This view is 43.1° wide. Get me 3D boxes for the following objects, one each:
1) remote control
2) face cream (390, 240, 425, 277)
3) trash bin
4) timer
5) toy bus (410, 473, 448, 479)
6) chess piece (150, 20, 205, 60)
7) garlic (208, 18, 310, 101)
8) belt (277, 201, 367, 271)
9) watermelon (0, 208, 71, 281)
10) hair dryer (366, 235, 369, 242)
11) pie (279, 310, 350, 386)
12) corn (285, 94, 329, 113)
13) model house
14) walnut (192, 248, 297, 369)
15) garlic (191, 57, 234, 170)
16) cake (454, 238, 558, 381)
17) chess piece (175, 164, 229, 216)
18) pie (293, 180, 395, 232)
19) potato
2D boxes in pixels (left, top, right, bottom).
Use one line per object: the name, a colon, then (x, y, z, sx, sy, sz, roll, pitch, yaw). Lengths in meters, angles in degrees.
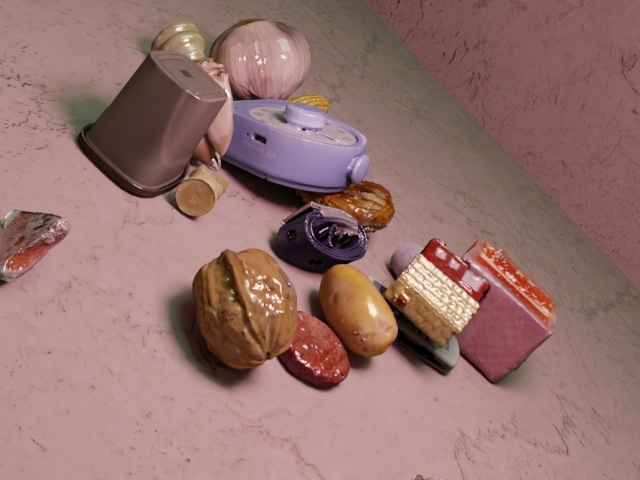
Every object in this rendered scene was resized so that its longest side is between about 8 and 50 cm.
remote control: (0.215, 0.206, 1.976, 0.296, 0.056, 0.140, 35, 29, -8)
face cream: (0.252, 0.067, 2.163, 0.117, 0.117, 0.104, 2, 38, -51)
trash bin: (-0.349, -0.263, 1.753, 0.220, 0.250, 0.219, 42, 22, 4)
timer: (-0.045, -0.258, 2.091, 0.395, 0.173, 0.395, 16, 19, -6)
toy bus: (0.241, 0.560, 1.381, 0.329, 0.153, 0.143, 41, 26, -2)
chess piece: (-0.337, -0.449, 2.184, 0.144, 0.144, 0.251, -5, 58, -54)
garlic: (-0.174, -0.502, 2.322, 0.317, 0.259, 0.317, 1, 15, 0)
belt: (0.000, 0.000, 1.942, 0.230, 0.126, 0.139, 7, 65, -48)
watermelon: (-0.475, 0.006, 1.343, 0.187, 0.139, 0.071, -95, 163, -55)
hair dryer: (0.096, -0.026, 2.189, 0.071, 0.047, 0.150, 35, 21, -7)
pie: (-0.016, 0.223, 1.668, 0.182, 0.049, 0.182, 31, 30, -20)
corn: (-0.068, -0.393, 2.472, 0.101, 0.101, 0.292, 47, 31, 13)
model house: (0.262, 0.137, 1.908, 0.196, 0.160, 0.254, 44, 30, 6)
walnut: (-0.140, 0.122, 1.511, 0.198, 0.198, 0.245, 12, 39, -43)
garlic: (-0.291, -0.316, 1.946, 0.237, 0.292, 0.210, 22, 31, 20)
cake: (0.441, 0.180, 2.121, 0.309, 0.230, 0.237, 44, 30, 5)
chess piece: (-0.263, -0.121, 1.850, 0.090, 0.090, 0.200, 37, 16, -6)
pie: (0.071, -0.102, 2.153, 0.308, 0.085, 0.308, 18, 21, -7)
potato: (0.074, 0.151, 1.779, 0.146, 0.150, 0.234, 1, 39, -46)
